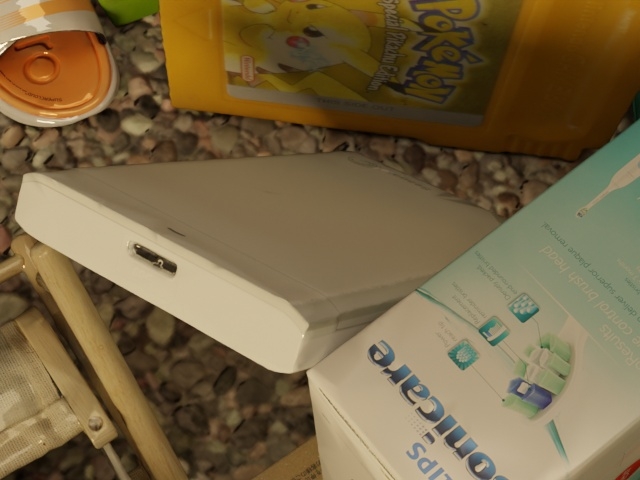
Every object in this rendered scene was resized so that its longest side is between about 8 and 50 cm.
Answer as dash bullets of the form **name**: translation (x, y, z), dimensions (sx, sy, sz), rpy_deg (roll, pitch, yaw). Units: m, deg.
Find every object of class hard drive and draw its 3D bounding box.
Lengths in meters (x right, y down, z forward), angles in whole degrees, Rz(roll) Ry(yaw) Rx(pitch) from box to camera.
- **hard drive**: translation (0.000, 0.000, 0.825), dimensions (0.203, 0.307, 0.040), rpy_deg (26, 110, 30)

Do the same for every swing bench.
- **swing bench**: translation (-0.215, 0.165, 0.826), dimensions (0.253, 0.165, 0.254), rpy_deg (-30, 100, -14)

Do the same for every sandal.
- **sandal**: translation (-0.238, -0.203, 1.012), dimensions (0.102, 0.076, 0.265), rpy_deg (-25, 73, -11)

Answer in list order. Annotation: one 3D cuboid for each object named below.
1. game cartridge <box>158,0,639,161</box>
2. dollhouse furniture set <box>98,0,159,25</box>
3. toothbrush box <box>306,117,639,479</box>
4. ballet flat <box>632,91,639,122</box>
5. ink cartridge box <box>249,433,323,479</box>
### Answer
- **game cartridge**: translation (0.056, -0.142, 0.893), dimensions (0.324, 0.285, 0.052), rpy_deg (9, 69, 1)
- **dollhouse furniture set**: translation (-0.136, -0.346, 1.029), dimensions (0.198, 0.151, 0.301), rpy_deg (-23, 72, -10)
- **toothbrush box**: translation (0.146, 0.067, 0.757), dimensions (0.295, 0.216, 0.126), rpy_deg (-35, 67, -15)
- **ballet flat**: translation (0.307, -0.006, 0.958), dimensions (0.123, 0.123, 0.348), rpy_deg (-7, 70, -5)
- **ink cartridge box**: translation (0.090, 0.181, 0.872), dimensions (0.235, 0.088, 0.193), rpy_deg (-33, 69, -13)
